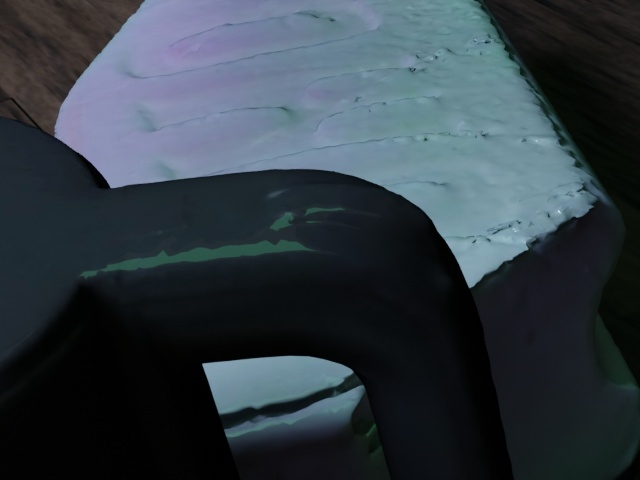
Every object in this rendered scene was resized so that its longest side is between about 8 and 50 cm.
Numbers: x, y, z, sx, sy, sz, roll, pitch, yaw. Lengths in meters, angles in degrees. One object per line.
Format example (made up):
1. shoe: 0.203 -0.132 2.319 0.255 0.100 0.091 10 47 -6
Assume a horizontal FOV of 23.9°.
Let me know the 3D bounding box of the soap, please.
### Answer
1. soap: 0.000 0.000 0.777 0.261 0.156 0.446 -11 34 -3

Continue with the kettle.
1. kettle: -0.087 0.135 0.448 0.262 0.308 0.203 10 39 28
